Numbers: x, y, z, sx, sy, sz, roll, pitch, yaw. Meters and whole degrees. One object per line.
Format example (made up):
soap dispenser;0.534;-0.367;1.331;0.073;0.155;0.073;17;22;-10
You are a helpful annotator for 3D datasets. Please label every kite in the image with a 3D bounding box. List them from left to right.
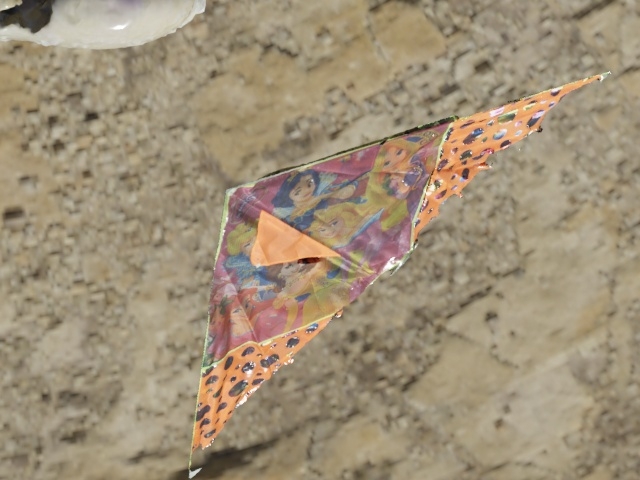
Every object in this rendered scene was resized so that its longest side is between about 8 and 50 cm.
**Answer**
kite;-0.001;-0.001;0.503;0.222;0.008;0.125;-44;152;9

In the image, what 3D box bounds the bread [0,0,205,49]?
bread;-0.235;-0.170;0.848;0.183;0.337;0.102;-32;131;-50
